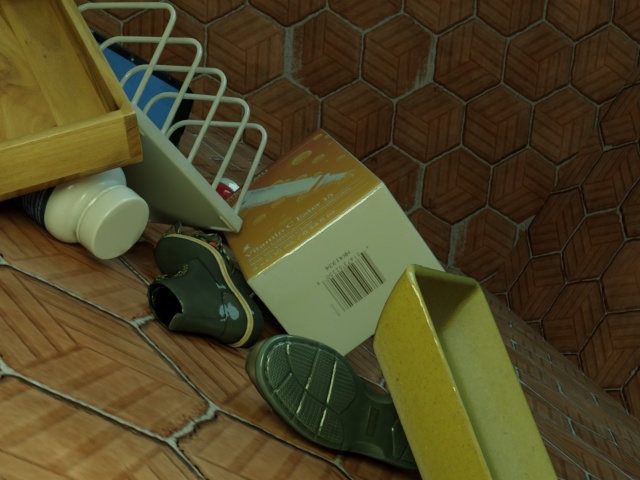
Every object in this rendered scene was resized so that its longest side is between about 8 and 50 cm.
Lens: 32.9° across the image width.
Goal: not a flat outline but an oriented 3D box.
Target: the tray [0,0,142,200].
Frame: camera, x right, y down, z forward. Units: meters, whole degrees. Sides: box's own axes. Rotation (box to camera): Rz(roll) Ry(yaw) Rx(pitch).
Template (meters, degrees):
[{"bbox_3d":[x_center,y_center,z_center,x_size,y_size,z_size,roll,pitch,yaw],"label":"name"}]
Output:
[{"bbox_3d":[-0.368,-0.207,1.257,0.076,0.202,0.411,88,-24,-43],"label":"tray"}]

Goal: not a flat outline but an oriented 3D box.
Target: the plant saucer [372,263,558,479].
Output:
[{"bbox_3d":[0.161,0.200,1.155,0.333,0.081,0.333,14,55,-69],"label":"plant saucer"}]

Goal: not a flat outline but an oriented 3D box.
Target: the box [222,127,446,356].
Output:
[{"bbox_3d":[0.000,0.000,1.519,0.168,0.215,0.345,53,-1,-21],"label":"box"}]

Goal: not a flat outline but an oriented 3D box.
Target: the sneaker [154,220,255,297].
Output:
[{"bbox_3d":[-0.146,0.026,1.473,0.158,0.065,0.061,30,8,-23],"label":"sneaker"}]

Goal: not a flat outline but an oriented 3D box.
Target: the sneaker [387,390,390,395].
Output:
[{"bbox_3d":[0.187,0.249,1.350,0.227,0.087,0.130,38,1,-3],"label":"sneaker"}]

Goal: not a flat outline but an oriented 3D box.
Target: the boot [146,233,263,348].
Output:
[{"bbox_3d":[-0.167,0.045,1.261,0.198,0.077,0.137,38,14,38],"label":"boot"}]

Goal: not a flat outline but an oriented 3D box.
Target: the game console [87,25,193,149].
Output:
[{"bbox_3d":[-0.332,-0.218,1.848,0.293,0.173,0.250,28,9,-33],"label":"game console"}]

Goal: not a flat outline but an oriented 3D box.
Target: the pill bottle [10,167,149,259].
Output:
[{"bbox_3d":[-0.292,-0.062,1.252,0.186,0.112,0.112,37,8,24],"label":"pill bottle"}]

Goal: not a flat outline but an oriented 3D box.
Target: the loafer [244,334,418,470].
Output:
[{"bbox_3d":[0.013,0.180,1.152,0.267,0.096,0.084,33,-24,-33],"label":"loafer"}]

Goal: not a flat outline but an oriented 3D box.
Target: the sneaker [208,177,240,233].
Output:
[{"bbox_3d":[-0.140,-0.012,1.807,0.221,0.087,0.128,39,28,20],"label":"sneaker"}]

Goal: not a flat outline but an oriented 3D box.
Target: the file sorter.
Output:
[{"bbox_3d":[-0.218,-0.158,1.423,0.192,0.173,0.278,7,-26,31],"label":"file sorter"}]
